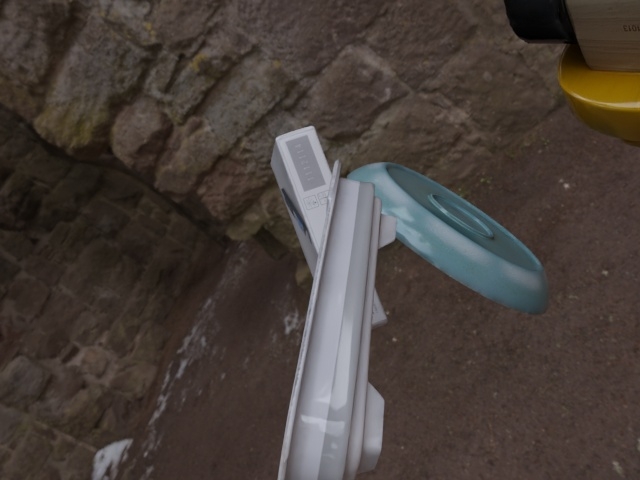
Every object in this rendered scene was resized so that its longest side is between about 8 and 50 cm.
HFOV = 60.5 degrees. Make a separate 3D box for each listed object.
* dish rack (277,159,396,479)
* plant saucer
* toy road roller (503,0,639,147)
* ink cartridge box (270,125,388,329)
[{"bbox_3d":[0.017,0.120,0.523,0.285,0.072,0.333,97,-177,-45],"label":"dish rack"},{"bbox_3d":[0.181,-0.020,0.744,0.044,0.317,0.317,-57,17,20],"label":"plant saucer"},{"bbox_3d":[0.323,-0.216,0.441,0.202,0.240,0.329,23,73,49],"label":"toy road roller"},{"bbox_3d":[0.000,0.000,0.877,0.066,0.296,0.261,-20,-4,-9],"label":"ink cartridge box"}]
